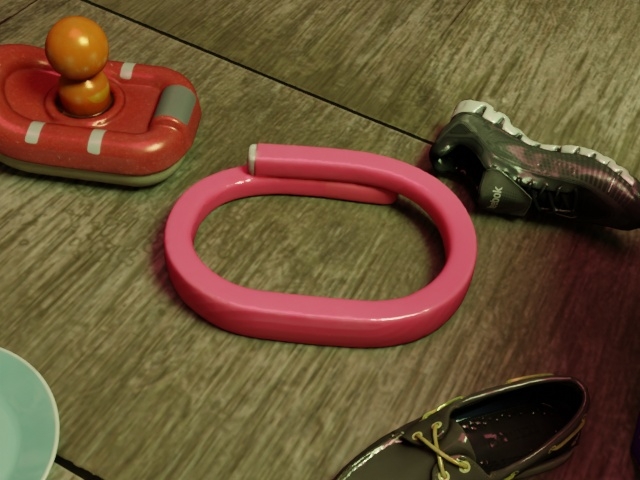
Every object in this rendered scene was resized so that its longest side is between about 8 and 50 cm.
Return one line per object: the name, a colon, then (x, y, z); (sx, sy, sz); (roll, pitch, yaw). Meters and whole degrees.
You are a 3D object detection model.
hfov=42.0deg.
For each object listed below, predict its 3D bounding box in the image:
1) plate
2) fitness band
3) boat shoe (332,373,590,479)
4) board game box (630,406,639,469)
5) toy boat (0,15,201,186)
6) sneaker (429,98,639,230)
plate: (-0.292, 0.158, 0.628); (0.188, 0.024, 0.188); (3, 49, -4)
fitness band: (0.000, 0.000, 0.781); (0.290, 0.054, 0.209); (5, 48, 0)
boat shoe: (0.104, 0.160, 0.638); (0.227, 0.069, 0.081); (-18, 52, -20)
board game box: (0.430, 0.069, 0.465); (0.356, 0.357, 0.356); (9, 13, 4)
toy boat: (-0.237, -0.153, 0.826); (0.230, 0.151, 0.151); (7, 48, 0)
sneaker: (0.209, -0.058, 0.842); (0.234, 0.078, 0.106); (32, 55, 25)
